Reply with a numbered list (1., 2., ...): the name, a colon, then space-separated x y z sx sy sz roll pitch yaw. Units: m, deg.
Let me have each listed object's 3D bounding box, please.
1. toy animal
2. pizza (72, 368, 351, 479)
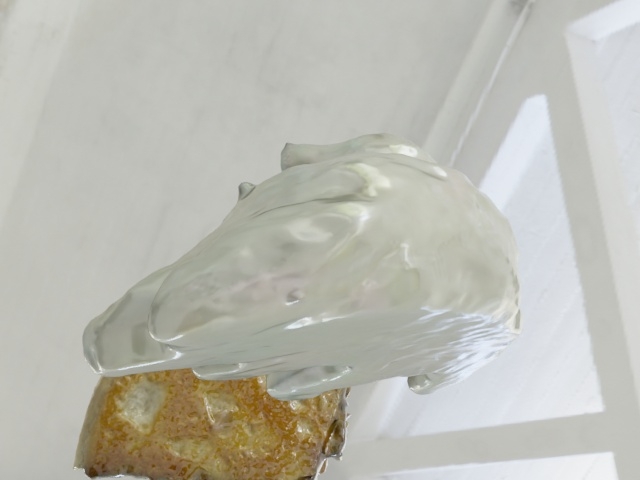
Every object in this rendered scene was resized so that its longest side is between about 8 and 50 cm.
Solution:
1. toy animal: 0.000 0.000 0.583 0.266 0.308 0.188 147 -59 -64
2. pizza: -0.078 0.169 1.042 0.277 0.409 0.114 52 -14 5
